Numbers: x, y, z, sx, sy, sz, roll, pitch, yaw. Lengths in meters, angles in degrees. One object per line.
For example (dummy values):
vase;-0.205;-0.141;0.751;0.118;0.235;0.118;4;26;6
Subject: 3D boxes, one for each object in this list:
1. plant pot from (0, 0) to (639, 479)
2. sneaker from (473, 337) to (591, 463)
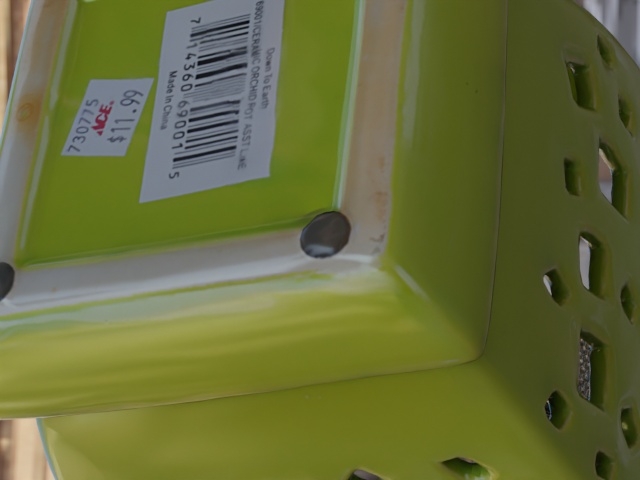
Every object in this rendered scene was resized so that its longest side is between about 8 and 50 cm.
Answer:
plant pot;0.000;0.000;0.640;0.207;0.227;0.228;51;-142;-50
sneaker;0.099;0.134;0.779;0.093;0.088;0.225;20;-94;-50
